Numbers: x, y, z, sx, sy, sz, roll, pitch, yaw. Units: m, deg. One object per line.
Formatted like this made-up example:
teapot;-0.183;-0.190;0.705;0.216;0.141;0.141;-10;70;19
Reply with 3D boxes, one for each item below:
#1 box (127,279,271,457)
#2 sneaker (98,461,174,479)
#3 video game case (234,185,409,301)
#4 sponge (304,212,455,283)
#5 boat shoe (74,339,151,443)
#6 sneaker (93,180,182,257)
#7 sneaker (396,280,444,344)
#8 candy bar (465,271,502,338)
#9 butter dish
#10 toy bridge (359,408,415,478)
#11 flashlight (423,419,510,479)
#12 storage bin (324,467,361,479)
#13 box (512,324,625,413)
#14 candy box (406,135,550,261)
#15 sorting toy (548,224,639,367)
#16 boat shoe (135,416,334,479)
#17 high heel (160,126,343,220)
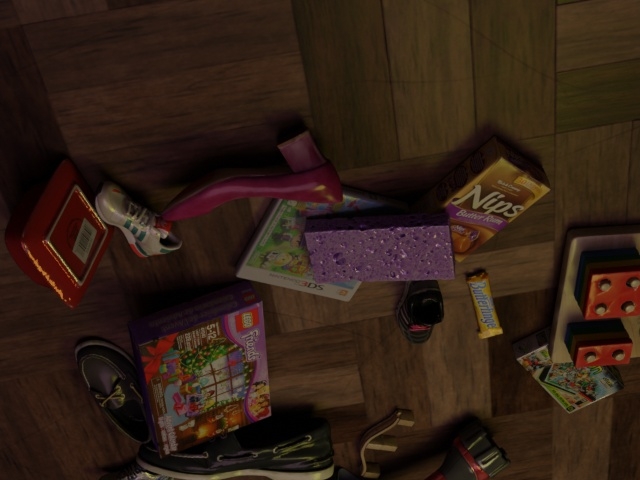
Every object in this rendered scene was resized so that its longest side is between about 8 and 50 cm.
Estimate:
box;-0.185;0.208;1.930;0.201;0.057;0.293;-20;138;-17
sneaker;-0.330;0.417;2.179;0.135;0.052;0.058;-5;127;-15
video game case;0.000;0.000;1.812;0.193;0.023;0.212;13;132;-22
sponge;0.089;0.013;1.774;0.210;0.031;0.117;-2;137;8
boat shoe;-0.328;0.247;1.983;0.081;0.068;0.227;-19;135;11
sneaker;-0.250;-0.033;1.702;0.075;0.057;0.161;-4;144;24
sneaker;0.158;0.117;1.920;0.063;0.074;0.170;-2;136;-7
candy bar;0.263;0.104;1.965;0.040;0.018;0.161;-15;137;6
butter dish;-0.379;-0.008;1.677;0.118;0.160;0.160;-1;140;25
toy bridge;0.108;0.365;2.203;0.063;0.026;0.188;10;133;-17
flashlight;0.195;0.452;2.198;0.304;0.103;0.103;-38;104;4
storage bin;0.036;0.503;2.294;0.091;0.098;0.135;-23;135;29
box;0.427;0.216;2.092;0.114;0.036;0.207;-29;132;20
candy box;0.226;-0.058;1.769;0.109;0.053;0.187;28;124;-31
sorting toy;0.509;0.103;1.920;0.256;0.089;0.257;-4;126;-6
boat shoe;-0.141;0.341;2.084;0.340;0.127;0.113;5;106;-3
high heel;-0.094;-0.055;1.684;0.244;0.082;0.117;-27;107;3
